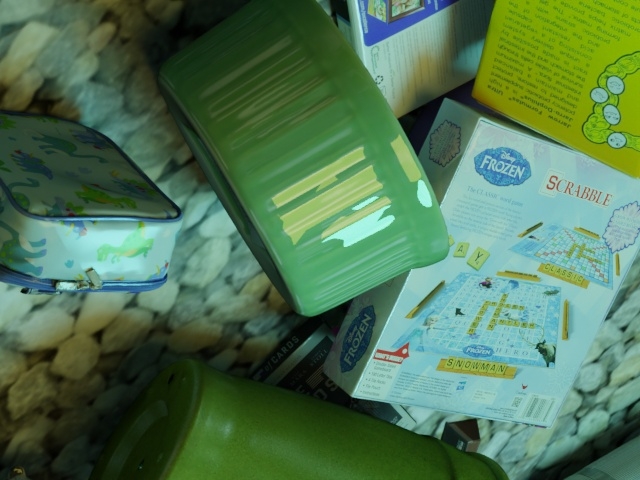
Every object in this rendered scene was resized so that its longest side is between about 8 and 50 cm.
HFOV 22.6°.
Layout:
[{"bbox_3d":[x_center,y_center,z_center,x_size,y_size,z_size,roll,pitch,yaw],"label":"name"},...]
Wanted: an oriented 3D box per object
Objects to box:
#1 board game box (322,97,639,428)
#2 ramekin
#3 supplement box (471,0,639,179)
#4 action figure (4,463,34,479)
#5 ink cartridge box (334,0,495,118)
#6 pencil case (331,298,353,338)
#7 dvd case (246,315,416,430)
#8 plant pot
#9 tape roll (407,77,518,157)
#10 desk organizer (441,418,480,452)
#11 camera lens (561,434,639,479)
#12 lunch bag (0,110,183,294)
[{"bbox_3d":[0.194,0.036,1.718,0.319,0.066,0.318,14,105,-41],"label":"board game box"},{"bbox_3d":[-0.023,-0.077,1.475,0.148,0.303,0.303,-31,132,-6],"label":"ramekin"},{"bbox_3d":[0.299,-0.270,1.520,0.194,0.195,0.356,-49,160,-36],"label":"supplement box"},{"bbox_3d":[-0.393,0.349,1.569,0.330,0.178,0.341,-43,158,-11],"label":"action figure"},{"bbox_3d":[0.112,-0.240,1.629,0.208,0.045,0.206,-28,131,-21],"label":"ink cartridge box"},{"bbox_3d":[0.121,0.119,1.829,0.236,0.104,0.104,33,97,-43],"label":"pencil case"},{"bbox_3d":[-0.008,0.211,1.846,0.179,0.029,0.238,-44,134,-4],"label":"dvd case"},{"bbox_3d":[-0.049,0.302,1.644,0.353,0.366,0.366,32,97,-19],"label":"plant pot"},{"bbox_3d":[0.220,-0.075,1.784,0.275,0.090,0.275,-18,127,-26],"label":"tape roll"},{"bbox_3d":[0.174,0.291,2.014,0.050,0.047,0.130,-5,121,-36],"label":"desk organizer"},{"bbox_3d":[0.430,0.385,2.134,0.274,0.219,0.219,-26,130,-19],"label":"camera lens"},{"bbox_3d":[-0.229,-0.034,1.401,0.176,0.219,0.090,1,118,-36],"label":"lunch bag"}]
